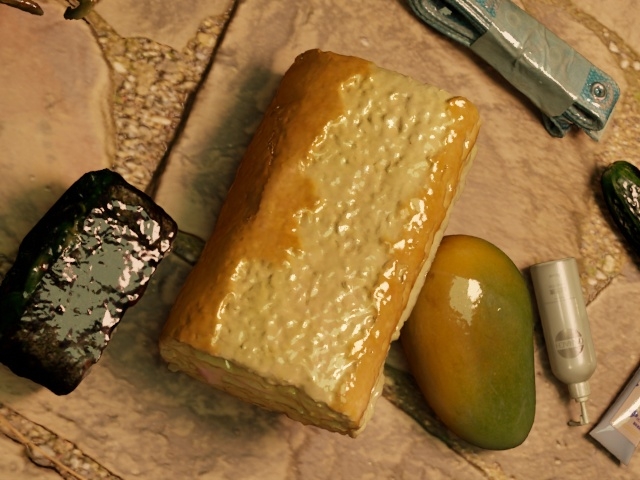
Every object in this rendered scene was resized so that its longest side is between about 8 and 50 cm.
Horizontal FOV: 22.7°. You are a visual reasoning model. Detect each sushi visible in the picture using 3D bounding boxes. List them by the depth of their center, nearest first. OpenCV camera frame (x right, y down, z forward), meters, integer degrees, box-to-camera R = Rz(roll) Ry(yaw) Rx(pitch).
[{"bbox_3d":[-0.246,0.038,1.597,0.127,0.124,0.225,35,77,-14],"label":"sushi"}]

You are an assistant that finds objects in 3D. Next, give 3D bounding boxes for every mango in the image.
[{"bbox_3d":[0.166,0.116,1.770,0.156,0.114,0.251,-17,102,-33],"label":"mango"}]

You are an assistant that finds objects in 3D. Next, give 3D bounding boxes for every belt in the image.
[{"bbox_3d":[0.225,-0.226,1.852,0.302,0.087,0.072,39,58,-14],"label":"belt"}]

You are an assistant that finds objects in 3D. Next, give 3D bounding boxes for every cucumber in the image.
[{"bbox_3d":[0.414,0.006,1.906,0.074,0.074,0.241,-44,99,-22],"label":"cucumber"}]

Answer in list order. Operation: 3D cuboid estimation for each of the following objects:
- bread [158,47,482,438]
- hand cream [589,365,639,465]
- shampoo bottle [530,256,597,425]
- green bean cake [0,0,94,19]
[{"bbox_3d":[0.000,0.000,1.667,0.236,0.165,0.375,19,71,11],"label":"bread"},{"bbox_3d":[0.386,0.180,1.885,0.065,0.043,0.171,41,72,-13],"label":"hand cream"},{"bbox_3d":[0.289,0.118,1.847,0.056,0.056,0.195,-12,87,-24],"label":"shampoo bottle"},{"bbox_3d":[-0.324,-0.401,1.573,0.202,0.285,0.310,8,104,-45],"label":"green bean cake"}]
